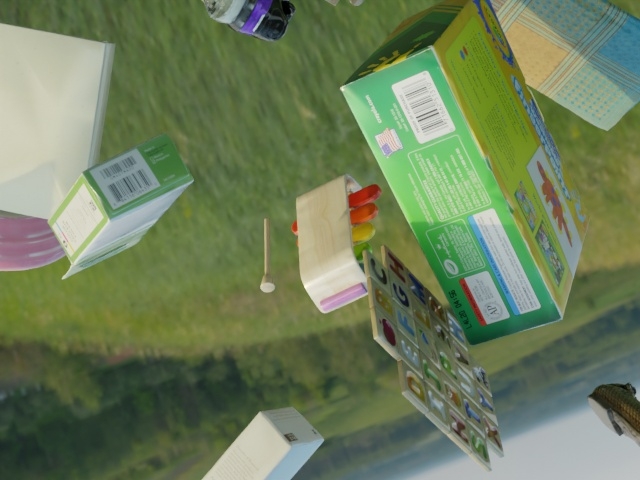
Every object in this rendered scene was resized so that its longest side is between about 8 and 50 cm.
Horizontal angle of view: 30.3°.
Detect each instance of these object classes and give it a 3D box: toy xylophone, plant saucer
[{"bbox_3d":[0.000,0.000,2.315,0.236,0.322,0.081,-19,132,25],"label":"toy xylophone"},{"bbox_3d":[-0.546,-0.088,1.952,0.332,0.332,0.084,-10,137,-42],"label":"plant saucer"}]

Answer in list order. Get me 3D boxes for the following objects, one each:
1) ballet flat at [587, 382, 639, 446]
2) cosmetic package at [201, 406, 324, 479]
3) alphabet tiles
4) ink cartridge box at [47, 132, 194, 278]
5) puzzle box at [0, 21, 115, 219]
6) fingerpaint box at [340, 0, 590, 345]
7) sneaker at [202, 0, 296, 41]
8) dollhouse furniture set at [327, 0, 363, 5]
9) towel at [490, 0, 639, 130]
[{"bbox_3d":[0.419,0.241,1.450,0.058,0.084,0.250,-33,-151,-8],"label":"ballet flat"},{"bbox_3d":[-0.112,0.371,1.861,0.231,0.085,0.117,-52,158,13],"label":"cosmetic package"},{"bbox_3d":[0.167,0.168,1.718,0.011,0.285,0.342,-29,128,22],"label":"alphabet tiles"},{"bbox_3d":[-0.229,-0.034,1.297,0.109,0.062,0.209,-29,176,-31],"label":"ink cartridge box"},{"bbox_3d":[-0.519,-0.194,1.735,0.409,0.272,0.052,12,-169,6],"label":"puzzle box"},{"bbox_3d":[0.239,-0.126,1.827,0.163,0.445,0.371,-20,-163,27],"label":"fingerpaint box"},{"bbox_3d":[-0.118,-0.410,1.988,0.146,0.293,0.102,24,116,-25],"label":"sneaker"},{"bbox_3d":[0.027,-0.463,1.948,0.144,0.151,0.123,21,108,-46],"label":"dollhouse furniture set"},{"bbox_3d":[0.428,-0.354,2.091,0.271,0.370,0.040,-48,-164,58],"label":"towel"}]
